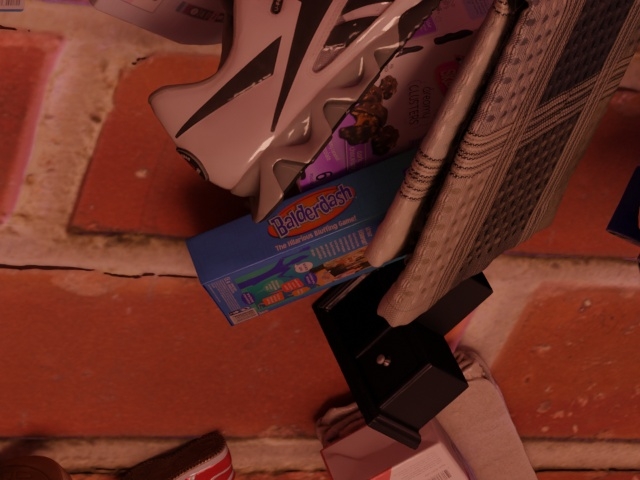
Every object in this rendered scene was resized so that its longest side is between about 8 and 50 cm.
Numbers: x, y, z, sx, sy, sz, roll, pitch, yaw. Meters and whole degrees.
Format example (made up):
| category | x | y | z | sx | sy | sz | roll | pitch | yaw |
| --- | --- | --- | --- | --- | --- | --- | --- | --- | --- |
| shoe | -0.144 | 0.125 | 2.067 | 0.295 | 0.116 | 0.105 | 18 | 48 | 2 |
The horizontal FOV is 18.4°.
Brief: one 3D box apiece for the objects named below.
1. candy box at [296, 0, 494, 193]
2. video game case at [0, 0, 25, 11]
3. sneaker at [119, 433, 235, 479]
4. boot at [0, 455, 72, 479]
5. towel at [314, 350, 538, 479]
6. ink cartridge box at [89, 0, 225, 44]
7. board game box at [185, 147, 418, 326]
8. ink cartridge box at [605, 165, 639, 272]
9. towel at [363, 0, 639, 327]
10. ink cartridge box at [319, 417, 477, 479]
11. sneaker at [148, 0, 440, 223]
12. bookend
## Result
| category | x | y | z | sx | sy | sz | roll | pitch | yaw |
| --- | --- | --- | --- | --- | --- | --- | --- | --- | --- |
| candy box | 0.060 | -0.135 | 1.614 | 0.196 | 0.070 | 0.165 | -18 | 152 | -7 |
| video game case | -0.262 | -0.236 | 1.429 | 0.119 | 0.015 | 0.166 | -2 | 133 | -22 |
| sneaker | -0.138 | 0.239 | 1.934 | 0.118 | 0.042 | 0.067 | -24 | 134 | -5 |
| boot | -0.290 | 0.319 | 1.901 | 0.262 | 0.095 | 0.203 | -39 | 135 | 16 |
| towel | 0.115 | 0.225 | 2.038 | 0.187 | 0.049 | 0.282 | -25 | 138 | 1 |
| ink cartridge box | -0.036 | -0.221 | 1.512 | 0.232 | 0.066 | 0.189 | 21 | 123 | -32 |
| board game box | 0.000 | 0.000 | 1.708 | 0.210 | 0.047 | 0.160 | -21 | 163 | 0 |
| ink cartridge box | 0.453 | -0.014 | 1.709 | 0.395 | 0.270 | 0.151 | -4 | 126 | 34 |
| towel | 0.165 | -0.104 | 1.622 | 0.312 | 0.056 | 0.324 | -30 | 148 | -54 |
| ink cartridge box | 0.094 | 0.251 | 1.967 | 0.115 | 0.067 | 0.198 | -29 | 137 | 5 |
| sneaker | 0.004 | -0.184 | 1.462 | 0.330 | 0.146 | 0.122 | -51 | -176 | -14 |
| bookend | 0.091 | 0.077 | 1.798 | 0.156 | 0.157 | 0.072 | -42 | 135 | 18 |
